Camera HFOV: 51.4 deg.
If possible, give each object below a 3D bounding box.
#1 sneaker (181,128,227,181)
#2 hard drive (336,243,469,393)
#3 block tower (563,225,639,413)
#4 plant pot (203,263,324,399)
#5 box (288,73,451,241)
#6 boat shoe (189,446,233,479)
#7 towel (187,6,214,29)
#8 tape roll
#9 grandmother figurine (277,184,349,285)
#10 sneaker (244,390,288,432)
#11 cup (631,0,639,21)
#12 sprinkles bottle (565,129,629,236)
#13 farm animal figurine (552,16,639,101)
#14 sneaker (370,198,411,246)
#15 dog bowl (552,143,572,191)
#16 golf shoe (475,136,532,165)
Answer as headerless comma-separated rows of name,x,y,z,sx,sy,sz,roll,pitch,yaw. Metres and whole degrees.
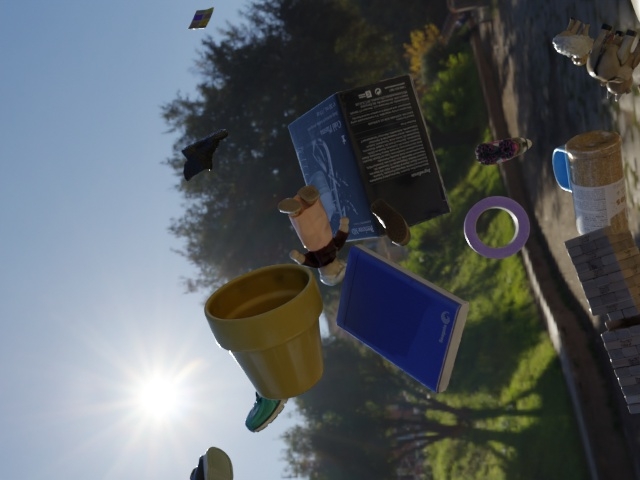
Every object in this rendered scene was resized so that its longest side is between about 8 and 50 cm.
sneaker,-0.316,-0.236,1.838,0.089,0.170,0.051,62,-168,-20
hard drive,0.168,0.164,1.465,0.040,0.319,0.210,-9,-62,-41
block tower,0.573,0.139,1.235,0.097,0.091,0.335,-11,-102,-39
plant pot,-0.103,0.213,1.481,0.254,0.254,0.238,-68,-36,-64
box,0.153,-0.259,2.295,0.480,0.298,0.471,-10,99,69
boat shoe,-0.265,0.634,1.598,0.114,0.091,0.302,35,-164,-15
towel,-0.331,-0.615,1.843,0.009,0.060,0.083,59,-140,-50
tape roll,0.531,-0.039,2.008,0.080,0.189,0.188,-4,-93,-80
grandmother figurine,0.000,0.000,1.944,0.104,0.208,0.342,52,167,50
sneaker,-0.141,0.371,1.755,0.110,0.107,0.275,40,-124,-29
cup,0.786,-0.568,1.395,0.237,0.331,0.331,84,-172,-48
sprinkles bottle,0.653,-0.073,1.547,0.121,0.121,0.355,-74,-31,-59
farm animal figurine,0.819,-0.451,1.756,0.330,0.327,0.172,42,120,53
sneaker,0.213,-0.040,1.837,0.086,0.064,0.192,36,-165,-40
dog bowl,0.807,-0.225,2.077,0.297,0.074,0.165,-93,-9,-78
golf shoe,0.520,-0.254,1.897,0.186,0.086,0.067,1,103,63
